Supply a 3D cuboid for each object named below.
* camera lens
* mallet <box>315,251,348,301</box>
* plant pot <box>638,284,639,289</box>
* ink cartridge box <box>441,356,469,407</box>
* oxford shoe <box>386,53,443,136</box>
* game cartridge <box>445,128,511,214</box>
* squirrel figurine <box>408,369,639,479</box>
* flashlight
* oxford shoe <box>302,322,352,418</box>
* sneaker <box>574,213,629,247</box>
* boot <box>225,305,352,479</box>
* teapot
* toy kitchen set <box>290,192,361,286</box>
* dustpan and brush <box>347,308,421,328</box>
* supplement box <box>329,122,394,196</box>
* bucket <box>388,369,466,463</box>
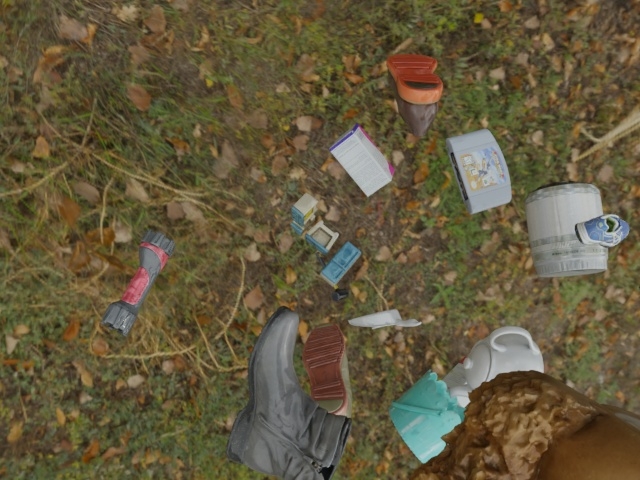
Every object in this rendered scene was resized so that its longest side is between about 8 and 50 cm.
[{"bbox_3d":[0.758,-0.034,1.742,0.219,0.219,0.274,2,79,-28],"label":"camera lens"},{"bbox_3d":[0.027,0.126,1.948,0.039,0.189,0.062,-37,173,35],"label":"mallet"},{"bbox_3d":[0.739,0.085,1.054,0.293,0.196,0.293,-41,157,-21],"label":"plant pot"},{"bbox_3d":[0.542,0.534,2.132,0.175,0.127,0.072,-41,105,-14],"label":"ink cartridge box"},{"bbox_3d":[0.170,-0.283,1.063,0.097,0.271,0.098,3,124,5],"label":"oxford shoe"},{"bbox_3d":[0.599,-0.264,2.111,0.198,0.062,0.297,-17,87,-10],"label":"game cartridge"},{"bbox_3d":[0.282,0.376,0.666,0.370,0.397,0.281,-65,165,5],"label":"squirrel figurine"},{"bbox_3d":[-0.535,0.118,1.647,0.103,0.103,0.304,28,64,-7],"label":"flashlight"},{"bbox_3d":[0.028,0.432,1.800,0.140,0.397,0.146,-13,126,10],"label":"oxford shoe"},{"bbox_3d":[0.766,-0.027,1.491,0.211,0.081,0.080,-6,74,-36],"label":"sneaker"},{"bbox_3d":[-0.034,0.313,1.098,0.118,0.223,0.338,3,102,-67],"label":"boot"},{"bbox_3d":[0.507,0.370,1.633,0.187,0.252,0.256,16,84,-10],"label":"teapot"},{"bbox_3d":[0.000,0.000,1.522,0.122,0.207,0.166,-50,171,-16],"label":"toy kitchen set"},{"bbox_3d":[0.200,0.228,1.604,0.147,0.211,0.060,-3,76,-42],"label":"dustpan and brush"},{"bbox_3d":[0.149,-0.283,1.979,0.114,0.111,0.220,-36,102,27],"label":"supplement box"},{"bbox_3d":[0.357,0.566,1.768,0.183,0.281,0.281,-40,126,6],"label":"bucket"}]
